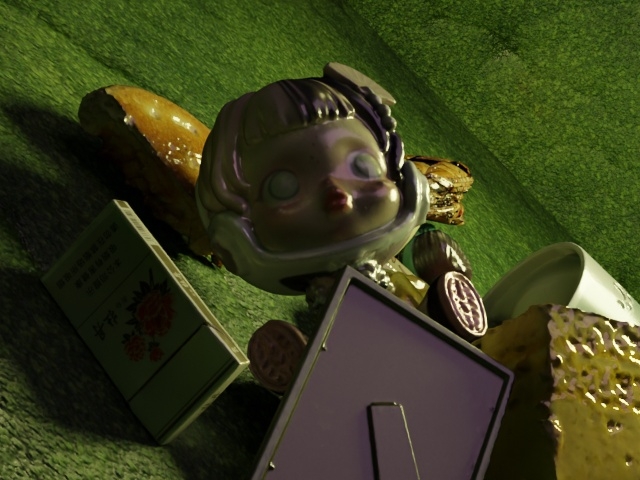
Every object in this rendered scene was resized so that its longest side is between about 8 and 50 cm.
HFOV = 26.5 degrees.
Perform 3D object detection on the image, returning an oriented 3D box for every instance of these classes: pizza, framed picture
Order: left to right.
[{"bbox_3d":[-0.162,-0.064,1.578,0.289,0.081,0.229,26,32,-52],"label":"pizza"},{"bbox_3d":[0.059,0.186,1.257,0.211,0.020,0.290,32,53,-10],"label":"framed picture"}]

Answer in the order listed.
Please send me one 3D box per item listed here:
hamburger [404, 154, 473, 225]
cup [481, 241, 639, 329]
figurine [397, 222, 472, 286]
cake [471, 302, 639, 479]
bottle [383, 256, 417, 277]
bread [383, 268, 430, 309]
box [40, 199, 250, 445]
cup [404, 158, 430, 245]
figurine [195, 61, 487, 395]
[{"bbox_3d":[0.130,-0.084,2.167,0.231,0.107,0.231,9,10,-2],"label":"hamburger"},{"bbox_3d":[0.361,0.182,2.010,0.274,0.259,0.356,42,-4,-15],"label":"cup"},{"bbox_3d":[0.180,0.039,2.132,0.138,0.110,0.245,45,8,-7],"label":"figurine"},{"bbox_3d":[0.261,0.245,1.445,0.227,0.222,0.286,14,61,-26],"label":"cake"},{"bbox_3d":[0.095,0.088,1.815,0.209,0.097,0.110,41,38,-12],"label":"bottle"},{"bbox_3d":[0.119,0.147,1.668,0.152,0.130,0.268,5,41,-51],"label":"bread"},{"bbox_3d":[-0.158,0.070,1.200,0.198,0.109,0.029,50,17,20],"label":"box"},{"bbox_3d":[0.019,-0.062,1.967,0.202,0.255,0.173,39,59,-14],"label":"cup"},{"bbox_3d":[-0.008,0.001,1.442,0.253,0.211,0.361,-10,74,-31],"label":"figurine"}]
